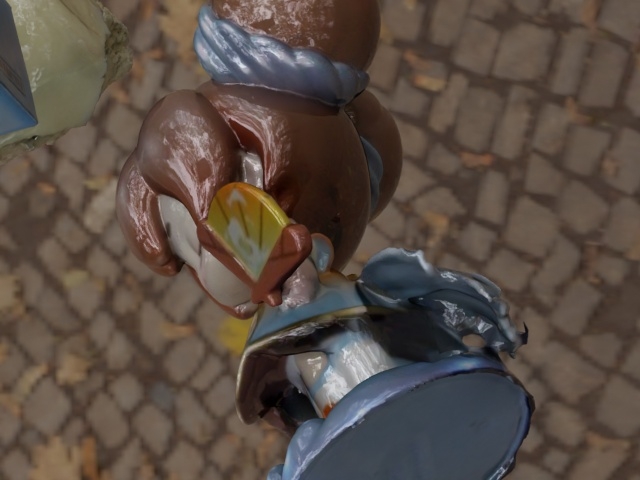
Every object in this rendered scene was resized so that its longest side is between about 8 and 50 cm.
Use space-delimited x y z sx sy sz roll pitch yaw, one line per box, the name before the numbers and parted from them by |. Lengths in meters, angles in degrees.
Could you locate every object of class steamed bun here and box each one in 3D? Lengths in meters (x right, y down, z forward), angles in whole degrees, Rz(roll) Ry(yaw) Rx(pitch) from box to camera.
steamed bun | -0.277 -0.134 1.586 0.225 0.200 0.170 -48 66 2

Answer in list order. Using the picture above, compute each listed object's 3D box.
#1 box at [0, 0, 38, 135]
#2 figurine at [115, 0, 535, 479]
box | -0.251 -0.105 0.950 0.142 0.232 0.083 -15 77 3
figurine | -0.001 0.000 1.252 0.248 0.276 0.388 -25 52 -13
